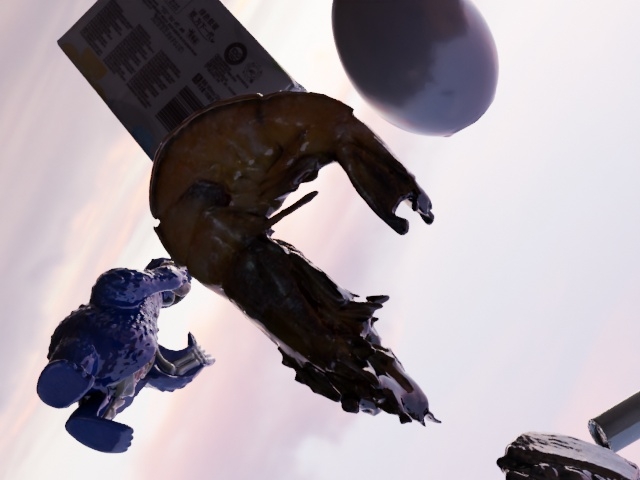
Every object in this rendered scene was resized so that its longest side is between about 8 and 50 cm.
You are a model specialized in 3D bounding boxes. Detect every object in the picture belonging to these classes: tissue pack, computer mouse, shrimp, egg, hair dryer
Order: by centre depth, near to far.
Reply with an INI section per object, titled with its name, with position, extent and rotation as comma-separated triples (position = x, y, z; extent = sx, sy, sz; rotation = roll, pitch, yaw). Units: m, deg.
[shrimp]
position = 0.003, 0.000, 0.764
extent = 0.178, 0.289, 0.075
rotation = -54, 158, 15
[computer mouse]
position = 0.218, 0.207, 0.787
extent = 0.062, 0.192, 0.106
rotation = -42, -159, 36
[hair dryer]
position = 0.370, 0.212, 1.004
extent = 0.183, 0.155, 0.044
rotation = 59, -11, 25
[tissue pack]
position = -0.126, -0.160, 1.080
extent = 0.159, 0.229, 0.145
rotation = -44, 161, 6
[egg]
position = 0.109, -0.233, 1.260
extent = 0.176, 0.232, 0.176
rotation = -44, -167, 13

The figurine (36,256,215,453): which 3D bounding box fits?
[figurine]
position = -0.212, 0.103, 1.121
extent = 0.262, 0.120, 0.164
rotation = -46, 130, -60
